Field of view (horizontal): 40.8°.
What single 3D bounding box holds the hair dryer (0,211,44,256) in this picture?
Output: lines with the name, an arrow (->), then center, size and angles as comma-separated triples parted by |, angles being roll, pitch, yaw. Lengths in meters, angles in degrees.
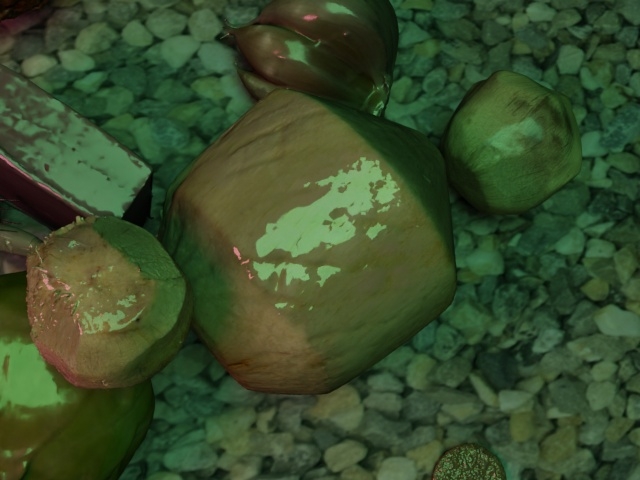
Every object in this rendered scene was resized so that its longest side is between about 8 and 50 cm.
hair dryer -> -0.431, 0.016, 1.083 | 0.237, 0.075, 0.206 | 8, 33, 22

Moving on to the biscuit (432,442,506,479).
biscuit -> 0.222, 0.362, 1.278 | 0.120, 0.015, 0.120 | 2, 80, -11

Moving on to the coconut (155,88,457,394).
coconut -> 0.000, 0.000, 1.130 | 0.415, 0.415, 0.344 | -37, 65, -16

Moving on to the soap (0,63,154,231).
soap -> -0.354, -0.093, 1.099 | 0.285, 0.296, 0.107 | 34, 75, -6

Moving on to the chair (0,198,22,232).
chair -> -0.418, -0.032, 1.072 | 0.086, 0.037, 0.042 | -1, 114, -1

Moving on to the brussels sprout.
brussels sprout -> -0.358, 0.193, 1.071 | 0.328, 0.247, 0.328 | -1, 93, -10

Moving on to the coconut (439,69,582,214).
coconut -> 0.290, -0.153, 1.298 | 0.224, 0.224, 0.224 | 2, 79, -12

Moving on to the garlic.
garlic -> 0.003, -0.292, 1.309 | 0.292, 0.210, 0.237 | 39, 108, -7

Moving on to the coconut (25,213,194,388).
coconut -> -0.227, 0.073, 0.936 | 0.194, 0.194, 0.194 | 2, 79, -12

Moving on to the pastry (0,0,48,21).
pastry -> -0.430, -0.430, 1.168 | 0.193, 0.275, 0.275 | -1, 80, -16
